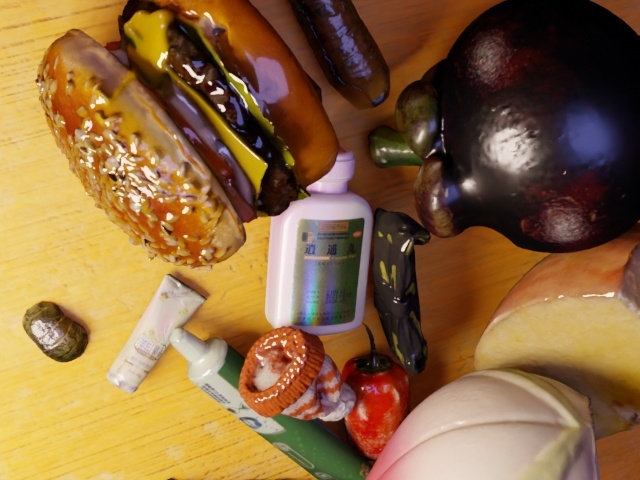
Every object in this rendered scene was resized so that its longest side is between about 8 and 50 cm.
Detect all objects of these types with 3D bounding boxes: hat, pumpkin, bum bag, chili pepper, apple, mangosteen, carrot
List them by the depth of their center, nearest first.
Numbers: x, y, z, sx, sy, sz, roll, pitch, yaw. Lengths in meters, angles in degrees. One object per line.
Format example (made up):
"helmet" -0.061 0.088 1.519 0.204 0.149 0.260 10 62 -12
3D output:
"carrot" 0.003 -0.263 1.043 0.070 0.070 0.260 -33 115 -9
"mangosteen" 0.237 -0.116 1.058 0.313 0.297 0.297 -34 116 -18
"pumpkin" -0.295 0.106 1.064 0.050 0.028 0.083 -45 113 -1
"hat" -0.011 0.169 1.109 0.112 0.093 0.162 -44 129 9
"bum bag" 0.096 0.061 1.146 0.060 0.107 0.232 -12 127 -10
"apple" 0.357 0.119 1.196 0.314 0.309 0.252 -7 79 -34
"chili pepper" 0.067 0.185 1.205 0.086 0.084 0.192 -21 119 -25

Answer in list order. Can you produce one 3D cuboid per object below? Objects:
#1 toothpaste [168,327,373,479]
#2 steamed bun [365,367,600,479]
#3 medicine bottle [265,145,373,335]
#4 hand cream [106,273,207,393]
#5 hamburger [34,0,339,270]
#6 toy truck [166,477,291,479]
"toothpaste" -0.041 0.225 1.176 0.392 0.098 0.061 44 50 -28
"steamed bun" 0.182 0.301 1.122 0.309 0.309 0.309 -7 109 -20
"medicine bottle" 0.000 0.000 1.120 0.115 0.078 0.219 -2 108 -21
"hand cream" -0.192 0.111 1.104 0.061 0.039 0.143 35 87 -27
"hamburger" -0.133 -0.109 0.928 0.225 0.291 0.291 -41 117 -11
"toy truck" -0.098 0.360 1.177 0.227 0.114 0.098 6 104 -23
